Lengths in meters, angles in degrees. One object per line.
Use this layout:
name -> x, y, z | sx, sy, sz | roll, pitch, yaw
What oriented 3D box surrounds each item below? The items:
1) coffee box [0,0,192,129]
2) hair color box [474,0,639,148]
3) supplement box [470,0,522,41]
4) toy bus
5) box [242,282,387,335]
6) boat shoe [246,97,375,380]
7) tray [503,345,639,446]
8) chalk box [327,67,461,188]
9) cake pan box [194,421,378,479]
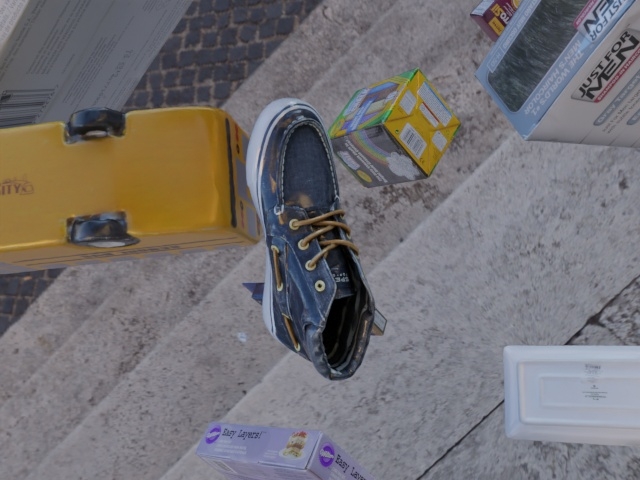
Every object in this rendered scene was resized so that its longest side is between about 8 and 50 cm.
coffee box -> -0.394, -0.304, 0.707 | 0.334, 0.338, 0.337 | 39, 105, -2
hair color box -> 0.374, -0.199, 0.664 | 0.185, 0.375, 0.113 | -60, 43, 43
supplement box -> 0.259, -0.324, 0.861 | 0.055, 0.043, 0.083 | 39, 99, -22
toy bus -> -0.230, -0.036, 0.547 | 0.333, 0.130, 0.108 | -7, 81, 9
box -> -0.017, 0.115, 1.051 | 0.225, 0.136, 0.036 | -3, 56, 35
boat shoe -> 0.000, 0.000, 0.417 | 0.083, 0.065, 0.183 | 29, 127, 53
tray -> 0.409, 0.226, 0.923 | 0.271, 0.030, 0.145 | -5, 71, 25
chalk box -> 0.106, -0.184, 1.078 | 0.213, 0.132, 0.132 | -1, 50, 56
cake pan box -> -0.037, 0.383, 1.000 | 0.267, 0.245, 0.070 | -12, 39, 42
